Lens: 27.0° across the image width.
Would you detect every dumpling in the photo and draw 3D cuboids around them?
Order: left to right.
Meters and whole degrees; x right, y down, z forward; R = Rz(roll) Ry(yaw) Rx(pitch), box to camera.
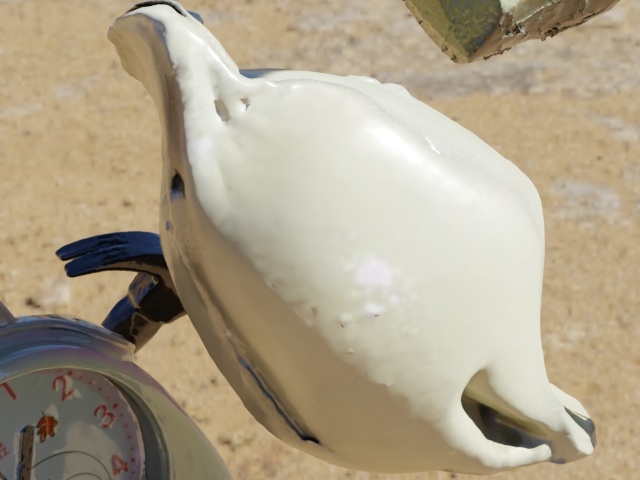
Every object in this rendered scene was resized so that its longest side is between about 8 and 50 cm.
[{"bbox_3d":[0.000,0.000,0.876,0.233,0.395,0.315,-52,21,-6],"label":"dumpling"}]

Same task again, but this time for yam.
[{"bbox_3d":[0.237,-0.329,1.655,0.271,0.201,0.202,-23,56,-38],"label":"yam"}]

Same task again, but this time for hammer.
[{"bbox_3d":[-0.241,0.176,1.080,0.440,0.168,0.044,-50,35,7],"label":"hammer"}]

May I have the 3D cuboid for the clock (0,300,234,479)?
[{"bbox_3d":[-0.217,0.178,0.947,0.265,0.324,0.108,-42,35,-23],"label":"clock"}]
